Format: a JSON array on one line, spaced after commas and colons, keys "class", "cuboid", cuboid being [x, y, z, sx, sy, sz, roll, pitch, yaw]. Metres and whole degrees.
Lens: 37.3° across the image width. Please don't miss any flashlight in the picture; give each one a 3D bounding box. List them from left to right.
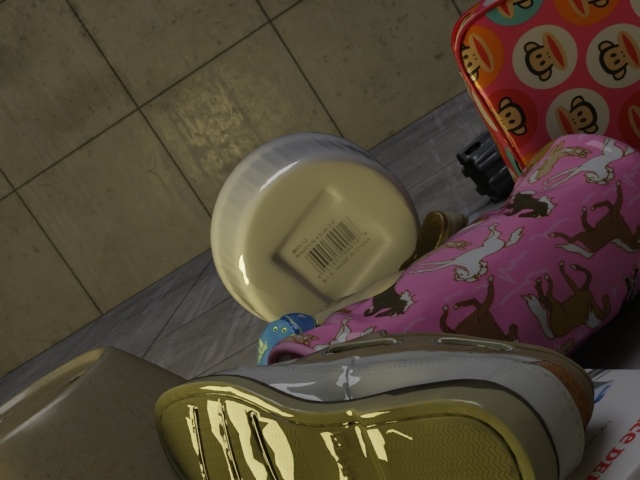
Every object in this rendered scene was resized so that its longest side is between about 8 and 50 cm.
[{"class": "flashlight", "cuboid": [0.363, -0.176, 1.485, 0.304, 0.103, 0.103, -39, 44, -11]}]

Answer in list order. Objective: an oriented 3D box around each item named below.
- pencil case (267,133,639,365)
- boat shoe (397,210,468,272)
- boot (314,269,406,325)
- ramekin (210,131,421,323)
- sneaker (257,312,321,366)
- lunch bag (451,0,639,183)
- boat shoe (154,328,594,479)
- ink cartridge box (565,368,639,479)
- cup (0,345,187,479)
[{"class": "pencil case", "cuboid": [0.133, 0.056, 0.786, 0.386, 0.160, 0.167, -35, -14, -31]}, {"class": "boat shoe", "cuboid": [0.136, 0.031, 1.173, 0.048, 0.153, 0.056, 1, 32, -31]}, {"class": "boot", "cuboid": [0.070, 0.097, 1.036, 0.203, 0.095, 0.262, -27, 10, 30]}, {"class": "ramekin", "cuboid": [0.000, 0.000, 1.259, 0.277, 0.277, 0.135, -34, 17, -6]}, {"class": "sneaker", "cuboid": [-0.024, 0.137, 1.006, 0.091, 0.126, 0.240, 5, -9, -25]}, {"class": "lunch bag", "cuboid": [0.298, -0.157, 0.977, 0.258, 0.293, 0.120, -27, 12, 11]}, {"class": "boat shoe", "cuboid": [0.023, 0.117, 0.583, 0.302, 0.113, 0.103, -6, 14, 42]}, {"class": "ink cartridge box", "cuboid": [0.149, 0.148, 0.571, 0.139, 0.082, 0.190, -38, 9, -25]}, {"class": "cup", "cuboid": [-0.171, 0.227, 0.747, 0.331, 0.237, 0.331, -33, 10, 6]}]
